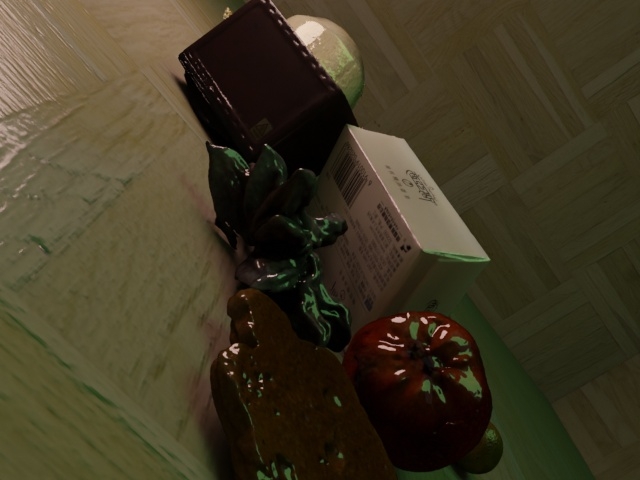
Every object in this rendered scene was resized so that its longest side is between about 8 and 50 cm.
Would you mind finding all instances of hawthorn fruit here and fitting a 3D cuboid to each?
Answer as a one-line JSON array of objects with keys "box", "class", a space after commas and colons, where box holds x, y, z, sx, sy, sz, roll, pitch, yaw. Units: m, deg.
[{"box": [0.096, 0.163, 0.635, 0.173, 0.174, 0.179, 54, -17, -1], "class": "hawthorn fruit"}]

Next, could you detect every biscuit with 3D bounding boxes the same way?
[{"box": [-0.007, 0.170, 0.461, 0.290, 0.041, 0.208, 62, 17, 19], "class": "biscuit"}]

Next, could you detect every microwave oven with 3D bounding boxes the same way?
[{"box": [-0.077, -0.213, 0.908, 0.247, 0.188, 0.178, 55, 6, 21], "class": "microwave oven"}]

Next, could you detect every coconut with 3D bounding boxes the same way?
[{"box": [-0.043, -0.326, 1.229, 0.245, 0.247, 0.245, 41, -15, 14], "class": "coconut"}]

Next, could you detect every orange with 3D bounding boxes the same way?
[{"box": [0.239, 0.314, 0.896, 0.095, 0.085, 0.085, 34, 24, -52], "class": "orange"}]

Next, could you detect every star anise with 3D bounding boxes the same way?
[{"box": [-0.037, 0.004, 0.646, 0.212, 0.129, 0.282, 58, 16, -49], "class": "star anise"}]

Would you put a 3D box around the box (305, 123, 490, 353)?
[{"box": [0.081, 0.002, 0.814, 0.116, 0.203, 0.274, 7, 38, -29], "class": "box"}]

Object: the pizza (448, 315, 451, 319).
[{"box": [0.160, 0.134, 0.883, 0.280, 0.075, 0.287, -51, 136, -85], "class": "pizza"}]

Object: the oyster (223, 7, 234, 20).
[{"box": [-0.209, -0.504, 1.487, 0.165, 0.053, 0.108, 56, 21, -28], "class": "oyster"}]
